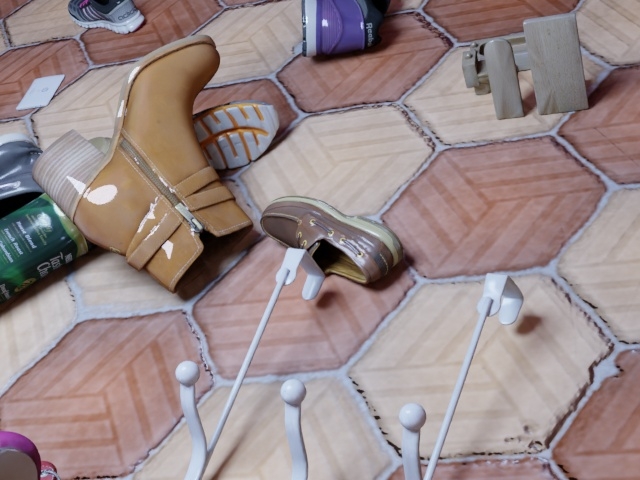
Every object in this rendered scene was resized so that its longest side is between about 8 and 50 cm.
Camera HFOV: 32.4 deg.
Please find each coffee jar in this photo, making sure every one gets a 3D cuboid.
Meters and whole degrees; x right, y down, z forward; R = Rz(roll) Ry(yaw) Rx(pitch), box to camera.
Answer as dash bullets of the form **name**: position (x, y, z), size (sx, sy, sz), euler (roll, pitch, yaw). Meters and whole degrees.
- **coffee jar**: position (-0.340, 0.006, 1.280), size (0.184, 0.096, 0.079), euler (-33, 77, -16)

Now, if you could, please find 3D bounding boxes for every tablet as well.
- **tablet**: position (-0.426, -0.226, 1.678), size (0.054, 0.006, 0.083), euler (-6, 40, 17)

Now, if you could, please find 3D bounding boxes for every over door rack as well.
- **over door rack**: position (0.008, 0.125, 0.963), size (0.239, 0.108, 0.324), euler (7, 48, 29)

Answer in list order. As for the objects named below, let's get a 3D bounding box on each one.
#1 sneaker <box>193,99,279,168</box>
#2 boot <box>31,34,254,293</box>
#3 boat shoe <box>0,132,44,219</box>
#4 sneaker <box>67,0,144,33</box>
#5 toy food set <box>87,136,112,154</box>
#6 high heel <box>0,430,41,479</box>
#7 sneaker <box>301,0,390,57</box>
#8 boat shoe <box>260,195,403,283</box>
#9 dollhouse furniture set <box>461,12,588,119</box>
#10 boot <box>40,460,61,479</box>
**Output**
- **sneaker**: position (-0.156, -0.128, 1.379), size (0.214, 0.084, 0.083), euler (-20, 33, 1)
- **boot**: position (-0.156, -0.091, 1.250), size (0.220, 0.109, 0.283), euler (38, 60, 13)
- **boat shoe**: position (-0.469, -0.005, 1.330), size (0.335, 0.112, 0.095), euler (-34, 62, -1)
- **sneaker**: position (-0.356, -0.386, 1.786), size (0.170, 0.075, 0.063), euler (20, 53, 40)
- **toy food set**: position (-0.301, -0.085, 1.400), size (0.192, 0.038, 0.132), euler (-13, 37, 41)
- **high heel**: position (-0.355, 0.217, 0.904), size (0.377, 0.127, 0.181), euler (-37, 37, 22)
- **sneaker**: position (0.037, -0.350, 1.572), size (0.124, 0.107, 0.283), euler (-1, 43, 1)
- **boat shoe**: position (0.000, 0.000, 1.165), size (0.178, 0.064, 0.060), euler (18, 51, 35)
- **dollhouse furniture set**: position (0.237, -0.240, 1.306), size (0.144, 0.123, 0.151), euler (-6, 40, 17)
- **boot**: position (-0.209, 0.249, 0.939), size (0.244, 0.088, 0.176), euler (-12, 37, 15)
